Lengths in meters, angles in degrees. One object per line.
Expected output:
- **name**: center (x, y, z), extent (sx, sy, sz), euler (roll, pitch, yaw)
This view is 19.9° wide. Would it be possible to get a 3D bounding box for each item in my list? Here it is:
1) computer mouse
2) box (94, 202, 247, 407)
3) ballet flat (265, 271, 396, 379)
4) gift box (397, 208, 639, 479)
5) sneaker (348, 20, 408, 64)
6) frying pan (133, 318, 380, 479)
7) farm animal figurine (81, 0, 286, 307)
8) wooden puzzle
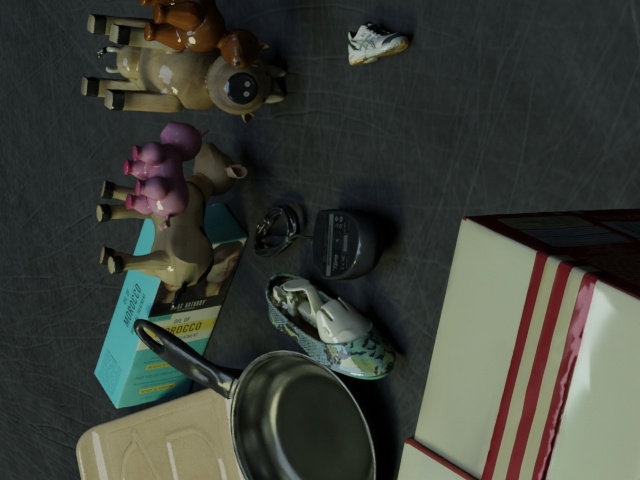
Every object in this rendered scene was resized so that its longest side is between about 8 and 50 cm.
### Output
- **computer mouse**: center (0.000, 0.000, 1.816), extent (0.242, 0.041, 0.071), euler (8, 95, 61)
- **box**: center (-0.167, 0.074, 2.008), extent (0.060, 0.100, 0.244), euler (52, 136, 34)
- **ballet flat**: center (0.003, 0.079, 1.786), extent (0.188, 0.070, 0.070), euler (25, 116, 49)
- **gift box**: center (0.219, 0.126, 1.341), extent (0.276, 0.255, 0.258), euler (28, 113, 50)
- **sneaker**: center (0.050, -0.188, 1.702), extent (0.083, 0.032, 0.037), euler (-10, 89, 55)
- **frying pan**: center (-0.060, 0.194, 1.871), extent (0.326, 0.053, 0.197), euler (10, 109, 41)
- **farm animal figurine**: center (-0.135, -0.143, 1.870), extent (0.327, 0.172, 0.330), euler (-122, 41, -54)
- **wooden puzzle**: center (-0.130, 0.338, 2.035), extent (0.348, 0.080, 0.322), euler (-21, 79, 50)
